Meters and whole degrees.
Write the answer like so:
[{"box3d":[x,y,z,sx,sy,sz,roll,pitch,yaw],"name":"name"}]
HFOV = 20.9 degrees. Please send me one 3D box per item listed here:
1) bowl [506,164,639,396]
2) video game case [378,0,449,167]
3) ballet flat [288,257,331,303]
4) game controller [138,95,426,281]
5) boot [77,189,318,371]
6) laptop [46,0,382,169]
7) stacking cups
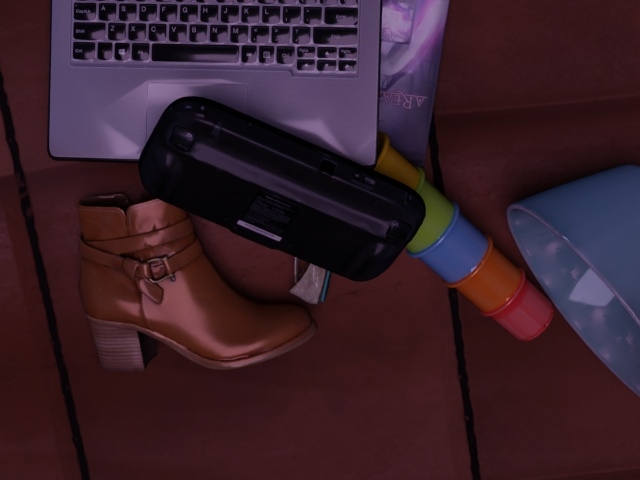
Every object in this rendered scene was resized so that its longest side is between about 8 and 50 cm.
[{"box3d":[0.374,0.036,1.992,0.163,0.311,0.311,-37,107,-6],"name":"bowl"},{"box3d":[0.043,-0.227,2.020,0.196,0.026,0.274,7,110,-1],"name":"video game case"},{"box3d":[0.000,0.000,2.092,0.052,0.057,0.168,19,110,5],"name":"ballet flat"},{"box3d":[-0.046,-0.053,1.958,0.319,0.067,0.166,24,146,-11],"name":"game controller"},{"box3d":[-0.153,0.039,2.096,0.284,0.109,0.220,-3,107,10],"name":"boot"},{"box3d":[-0.131,-0.285,1.863,0.382,0.236,0.407,2,92,7],"name":"laptop"},{"box3d":[0.158,0.000,2.060,0.316,0.096,0.096,38,107,-20],"name":"stacking cups"}]
